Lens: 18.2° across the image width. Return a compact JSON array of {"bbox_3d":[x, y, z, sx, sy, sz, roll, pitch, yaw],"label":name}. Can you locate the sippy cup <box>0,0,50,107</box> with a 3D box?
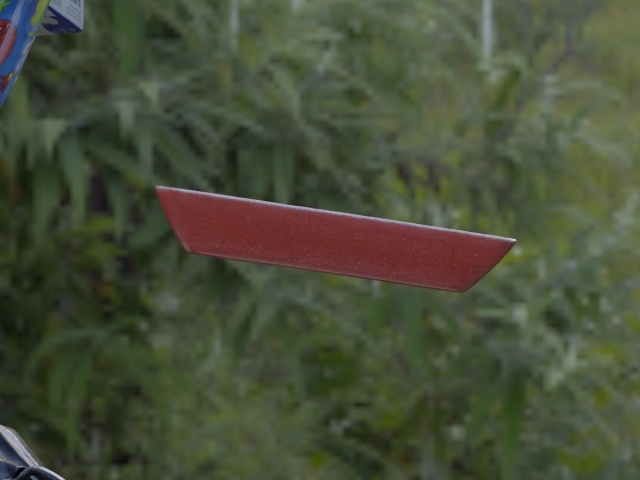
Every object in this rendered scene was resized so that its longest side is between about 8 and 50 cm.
[{"bbox_3d":[-0.297,-0.220,1.524,0.240,0.224,0.305,27,18,30],"label":"sippy cup"}]

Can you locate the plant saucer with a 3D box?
[{"bbox_3d":[0.000,0.000,1.519,0.259,0.047,0.258,9,0,-4],"label":"plant saucer"}]

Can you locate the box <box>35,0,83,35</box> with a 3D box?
[{"bbox_3d":[-0.297,-0.228,1.799,0.137,0.072,0.126,-4,-8,11],"label":"box"}]

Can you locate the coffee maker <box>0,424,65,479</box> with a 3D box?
[{"bbox_3d":[-0.322,0.296,2.125,0.120,0.178,0.171,-37,-29,-15],"label":"coffee maker"}]
